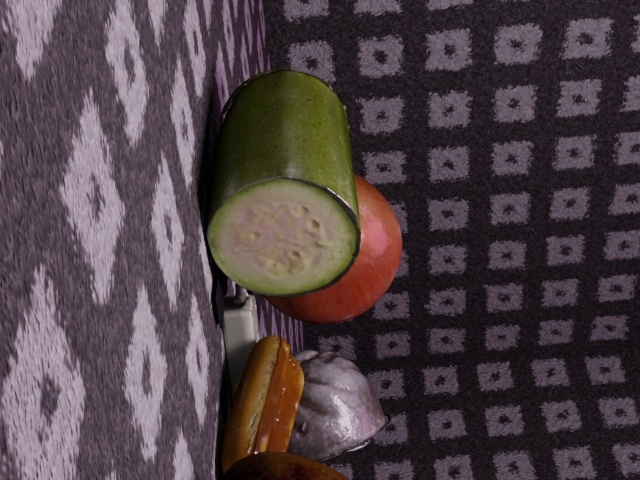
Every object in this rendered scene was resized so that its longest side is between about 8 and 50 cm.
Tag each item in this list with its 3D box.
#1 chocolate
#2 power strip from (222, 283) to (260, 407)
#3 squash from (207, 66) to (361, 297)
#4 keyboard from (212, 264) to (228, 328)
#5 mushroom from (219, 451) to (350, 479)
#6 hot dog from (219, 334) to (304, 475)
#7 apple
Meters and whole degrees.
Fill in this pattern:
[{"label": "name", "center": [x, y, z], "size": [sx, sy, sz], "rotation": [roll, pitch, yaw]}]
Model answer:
[{"label": "chocolate", "center": [-0.018, 0.345, 2.142], "size": [0.303, 0.303, 0.213], "rotation": [-62, 132, -87]}, {"label": "power strip", "center": [-0.137, 0.236, 1.817], "size": [0.098, 0.058, 0.338], "rotation": [-85, 171, -73]}, {"label": "squash", "center": [-0.065, -0.110, 1.762], "size": [0.384, 0.263, 0.263], "rotation": [-93, 178, -53]}, {"label": "keyboard", "center": [-0.175, 0.062, 1.728], "size": [0.196, 0.015, 0.074], "rotation": [-93, 174, -50]}, {"label": "mushroom", "center": [-0.037, 0.471, 1.330], "size": [0.259, 0.345, 0.345], "rotation": [-38, 136, -38]}, {"label": "hot dog", "center": [-0.107, 0.305, 1.661], "size": [0.337, 0.100, 0.135], "rotation": [-76, 152, -48]}, {"label": "apple", "center": [0.000, 0.000, 2.241], "size": [0.364, 0.363, 0.364], "rotation": [-4, 90, -88]}]
